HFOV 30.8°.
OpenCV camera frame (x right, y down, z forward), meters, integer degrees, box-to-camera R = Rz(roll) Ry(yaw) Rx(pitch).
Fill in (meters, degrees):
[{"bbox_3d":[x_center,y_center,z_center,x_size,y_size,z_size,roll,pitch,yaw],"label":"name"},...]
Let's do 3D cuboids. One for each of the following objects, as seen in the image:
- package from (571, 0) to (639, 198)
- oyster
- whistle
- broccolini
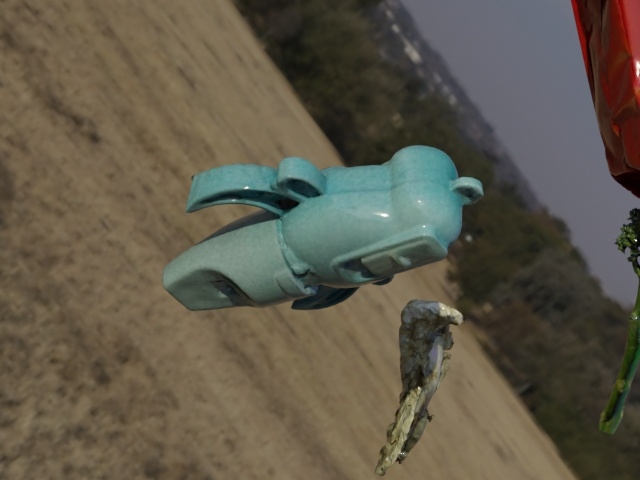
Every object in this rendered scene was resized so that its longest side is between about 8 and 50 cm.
[{"bbox_3d":[0.347,-0.247,1.117,0.123,0.196,0.423,-169,-116,-84],"label":"package"},{"bbox_3d":[0.091,0.145,1.160,0.061,0.199,0.106,22,11,13],"label":"oyster"},{"bbox_3d":[0.000,0.000,0.915,0.186,0.274,0.093,47,33,-46],"label":"whistle"},{"bbox_3d":[0.318,0.079,1.170,0.058,0.254,0.071,3,14,-34],"label":"broccolini"}]
